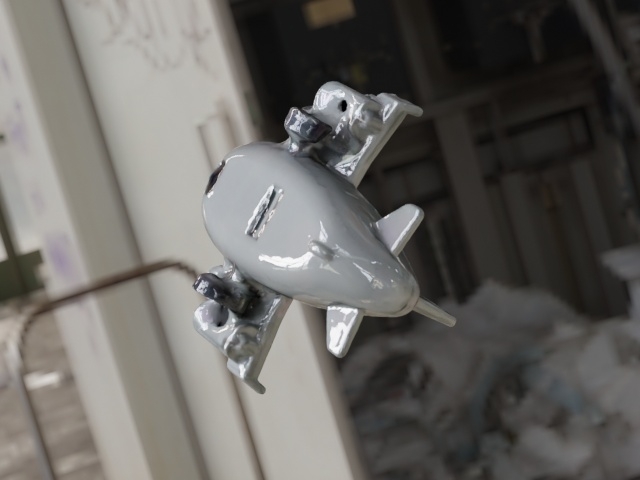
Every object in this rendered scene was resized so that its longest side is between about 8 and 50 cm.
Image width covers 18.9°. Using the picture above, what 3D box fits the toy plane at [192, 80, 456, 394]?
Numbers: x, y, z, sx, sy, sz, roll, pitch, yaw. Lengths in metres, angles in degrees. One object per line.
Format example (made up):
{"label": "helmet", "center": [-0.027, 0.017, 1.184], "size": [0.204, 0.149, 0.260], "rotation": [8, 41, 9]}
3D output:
{"label": "toy plane", "center": [-0.002, -0.001, 1.008], "size": [0.174, 0.174, 0.080], "rotation": [-10, -26, 44]}
